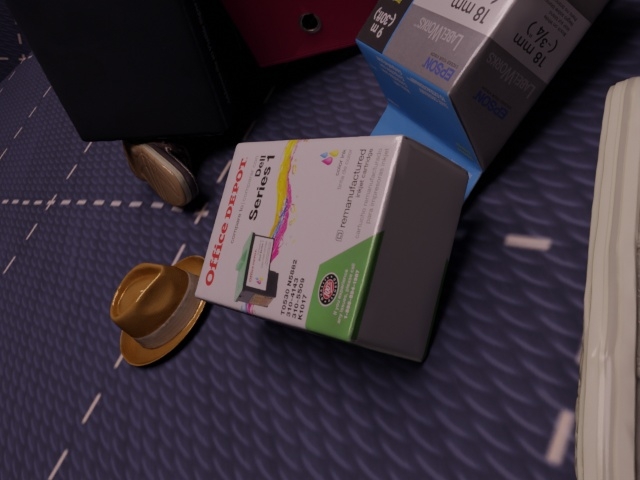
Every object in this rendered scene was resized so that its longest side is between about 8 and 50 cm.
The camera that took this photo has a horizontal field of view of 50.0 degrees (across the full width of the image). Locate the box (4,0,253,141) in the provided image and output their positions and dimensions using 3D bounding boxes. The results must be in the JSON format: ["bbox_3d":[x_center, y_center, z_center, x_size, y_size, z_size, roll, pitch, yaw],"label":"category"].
[{"bbox_3d":[-0.300,-0.504,1.175,0.297,0.480,0.472,-3,47,12],"label":"box"}]

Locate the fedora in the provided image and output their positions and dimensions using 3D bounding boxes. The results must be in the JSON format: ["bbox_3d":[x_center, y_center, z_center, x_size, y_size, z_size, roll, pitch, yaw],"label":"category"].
[{"bbox_3d":[-0.247,0.088,1.009,0.194,0.079,0.194,-27,41,27],"label":"fedora"}]

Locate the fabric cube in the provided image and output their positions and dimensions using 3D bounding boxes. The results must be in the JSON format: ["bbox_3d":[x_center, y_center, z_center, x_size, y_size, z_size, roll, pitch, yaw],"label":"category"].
[{"bbox_3d":[-0.024,-0.475,1.078,0.254,0.258,0.259,-8,51,23],"label":"fabric cube"}]

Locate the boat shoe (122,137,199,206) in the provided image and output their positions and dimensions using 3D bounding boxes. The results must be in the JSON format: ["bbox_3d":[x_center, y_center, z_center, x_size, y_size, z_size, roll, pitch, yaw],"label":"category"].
[{"bbox_3d":[-0.274,-0.141,1.228,0.092,0.103,0.285,-28,29,-22],"label":"boat shoe"}]

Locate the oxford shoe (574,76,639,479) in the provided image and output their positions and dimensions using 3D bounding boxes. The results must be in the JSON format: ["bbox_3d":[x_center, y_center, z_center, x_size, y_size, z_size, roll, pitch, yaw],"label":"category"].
[{"bbox_3d":[0.243,0.066,0.452,0.130,0.169,0.449,4,58,25],"label":"oxford shoe"}]

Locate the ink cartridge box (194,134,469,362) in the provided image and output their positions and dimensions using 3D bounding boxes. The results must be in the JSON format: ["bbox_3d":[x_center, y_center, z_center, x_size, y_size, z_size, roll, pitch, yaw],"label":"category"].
[{"bbox_3d":[0.000,0.000,0.754,0.278,0.117,0.201,7,80,49],"label":"ink cartridge box"}]

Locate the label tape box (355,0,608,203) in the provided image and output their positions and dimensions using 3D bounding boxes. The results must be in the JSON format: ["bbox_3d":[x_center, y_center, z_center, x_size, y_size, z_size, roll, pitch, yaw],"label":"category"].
[{"bbox_3d":[0.151,-0.224,0.777,0.334,0.106,0.240,-57,34,14],"label":"label tape box"}]
